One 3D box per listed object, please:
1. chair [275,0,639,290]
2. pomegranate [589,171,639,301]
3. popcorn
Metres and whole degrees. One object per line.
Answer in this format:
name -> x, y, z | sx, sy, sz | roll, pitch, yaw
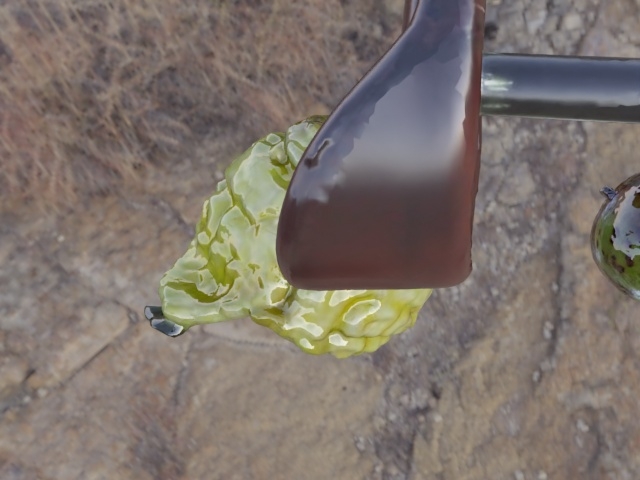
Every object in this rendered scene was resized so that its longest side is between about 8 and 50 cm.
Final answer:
chair -> 0.184, -0.073, 0.607 | 0.401, 0.226, 0.226 | 2, 56, 8
pomegranate -> 0.331, 0.012, 1.118 | 0.149, 0.148, 0.169 | -28, 76, 0
popcorn -> 0.003, -0.008, 1.238 | 0.293, 0.293, 0.237 | 22, 106, 32
